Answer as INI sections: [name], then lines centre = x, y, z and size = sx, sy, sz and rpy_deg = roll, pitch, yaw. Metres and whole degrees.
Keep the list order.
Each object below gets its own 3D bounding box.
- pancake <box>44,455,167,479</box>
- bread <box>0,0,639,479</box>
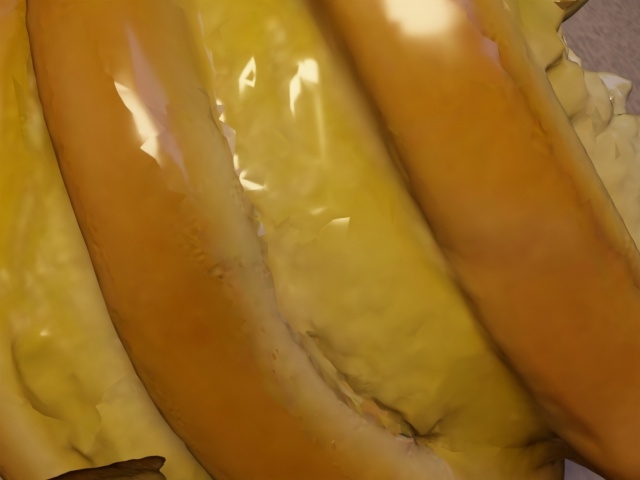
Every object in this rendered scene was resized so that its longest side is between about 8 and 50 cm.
[pancake]
centre = -0.164, 0.167, 0.237
size = 0.054, 0.197, 0.376
rpy_deg = 29, 46, 33
[bread]
centre = 0.000, 0.000, 0.411
size = 0.315, 0.270, 0.211
rpy_deg = 61, 0, -19
